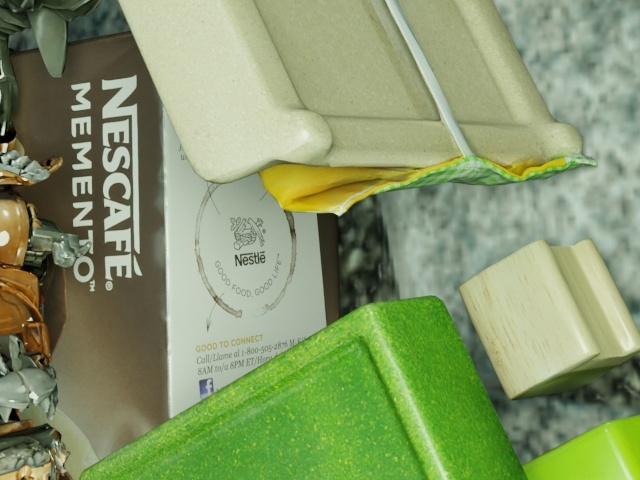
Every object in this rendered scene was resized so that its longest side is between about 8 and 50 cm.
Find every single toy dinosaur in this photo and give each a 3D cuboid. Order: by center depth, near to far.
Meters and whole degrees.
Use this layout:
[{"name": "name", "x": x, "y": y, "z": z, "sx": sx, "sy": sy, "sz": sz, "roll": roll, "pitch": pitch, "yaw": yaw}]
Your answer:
[{"name": "toy dinosaur", "x": -0.193, "y": -0.025, "z": 0.693, "sx": 0.322, "sy": 0.164, "sz": 0.218, "roll": 29, "pitch": 123, "yaw": 27}]

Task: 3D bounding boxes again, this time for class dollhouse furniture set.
[{"name": "dollhouse furniture set", "x": 0.000, "y": 0.000, "z": 0.662, "sx": 0.151, "sy": 0.197, "sz": 0.302, "roll": -36, "pitch": 70, "yaw": 34}]

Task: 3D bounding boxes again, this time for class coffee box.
[{"name": "coffee box", "x": -0.086, "y": 0.062, "z": 0.769, "sx": 0.168, "sy": 0.119, "sz": 0.297, "roll": -3, "pitch": 87, "yaw": 40}]
